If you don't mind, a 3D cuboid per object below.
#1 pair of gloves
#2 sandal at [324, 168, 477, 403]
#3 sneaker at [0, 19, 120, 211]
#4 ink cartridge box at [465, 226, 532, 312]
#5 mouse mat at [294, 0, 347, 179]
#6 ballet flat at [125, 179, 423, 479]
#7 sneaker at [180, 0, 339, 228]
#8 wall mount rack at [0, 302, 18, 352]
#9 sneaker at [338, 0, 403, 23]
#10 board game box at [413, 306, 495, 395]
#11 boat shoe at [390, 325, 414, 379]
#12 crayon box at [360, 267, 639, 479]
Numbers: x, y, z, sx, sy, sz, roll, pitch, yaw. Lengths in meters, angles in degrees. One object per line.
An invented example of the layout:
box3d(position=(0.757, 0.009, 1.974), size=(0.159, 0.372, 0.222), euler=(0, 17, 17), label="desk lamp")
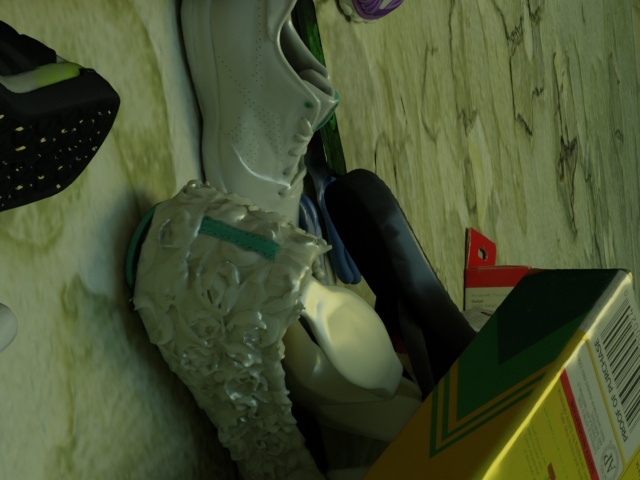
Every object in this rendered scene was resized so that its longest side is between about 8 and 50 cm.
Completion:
box3d(position=(0.000, 0.000, 1.182), size=(0.198, 0.023, 0.159), euler=(-74, 153, -49), label="pair of gloves")
box3d(position=(0.068, 0.070, 1.079), size=(0.254, 0.054, 0.097), euler=(58, -21, 1), label="sandal")
box3d(position=(-0.172, -0.058, 0.627), size=(0.084, 0.097, 0.235), euler=(-55, 171, 11), label="sneaker")
box3d(position=(0.217, 0.106, 1.703), size=(0.134, 0.078, 0.231), euler=(25, 65, -68), label="ink cartridge box")
box3d(position=(0.000, -0.120, 1.117), size=(0.190, 0.007, 0.152), euler=(4, 75, -86), label="mouse mat")
box3d(position=(-0.002, 0.107, 1.009), size=(0.409, 0.147, 0.147), euler=(59, 35, -55), label="ballet flat")
box3d(position=(-0.028, -0.078, 1.003), size=(0.080, 0.094, 0.212), euler=(-62, 146, -56), label="sneaker")
box3d(position=(-0.190, 0.161, 0.480), size=(0.304, 0.130, 0.350), euler=(-40, 125, -66), label="wall mount rack")
box3d(position=(0.046, -0.228, 1.255), size=(0.170, 0.071, 0.068), euler=(18, 72, -70), label="sneaker")
box3d(position=(0.092, 0.210, 1.237), size=(0.193, 0.053, 0.305), euler=(1, 106, -74), label="board game box")
box3d(position=(0.057, 0.117, 1.288), size=(0.170, 0.063, 0.059), euler=(-73, 148, -54), label="boat shoe")
box3d(position=(0.125, 0.184, 0.949), size=(0.318, 0.081, 0.202), euler=(-45, 124, -43), label="crayon box")
